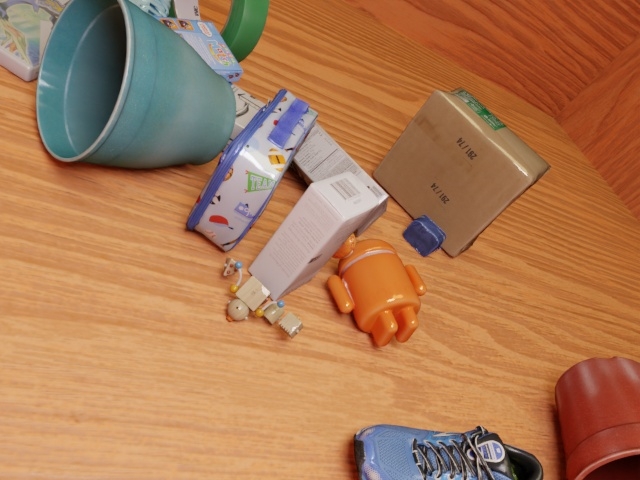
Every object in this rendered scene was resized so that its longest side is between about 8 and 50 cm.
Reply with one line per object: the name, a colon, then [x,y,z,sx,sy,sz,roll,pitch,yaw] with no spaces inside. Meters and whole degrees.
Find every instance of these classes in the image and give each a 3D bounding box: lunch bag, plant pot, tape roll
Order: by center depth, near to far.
plant pot: [-0.295,-0.244,0.819,0.255,0.271,0.272,7,45,-54]
lunch bag: [-0.114,-0.140,0.857,0.115,0.243,0.303,31,38,-10]
plant pot: [0.581,0.383,0.897,0.272,0.272,0.265,34,29,-6]
tape roll: [-0.258,-0.594,1.143,0.077,0.321,0.321,-17,63,-47]
lunch bag: [0.265,-0.012,1.181,0.098,0.067,0.065,47,38,10]

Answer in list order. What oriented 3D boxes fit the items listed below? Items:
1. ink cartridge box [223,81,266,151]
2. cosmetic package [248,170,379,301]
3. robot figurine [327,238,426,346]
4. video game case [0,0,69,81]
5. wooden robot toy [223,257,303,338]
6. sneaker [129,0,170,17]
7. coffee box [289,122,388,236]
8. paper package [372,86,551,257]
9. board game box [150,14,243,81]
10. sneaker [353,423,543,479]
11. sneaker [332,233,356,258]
ink cartridge box: [-0.184,-0.264,1.057,0.203,0.086,0.148,30,38,-10]
cosmetic package: [-0.016,-0.004,0.806,0.085,0.231,0.117,48,39,12]
robot figurine: [0.110,0.088,0.902,0.128,0.158,0.219,45,20,-54]
video game case: [-0.624,-0.467,0.946,0.329,0.036,0.300,33,38,-7]
wooden robot toy: [-0.115,0.108,0.768,0.173,0.076,0.079,42,72,5]
sneaker: [-0.407,-0.561,1.100,0.135,0.150,0.366,29,29,-58]
coffee box: [0.030,-0.137,1.044,0.246,0.098,0.141,47,-3,12]
paper package: [0.356,-0.179,1.230,0.325,0.309,0.168,48,38,14]
board game box: [-0.292,-0.410,1.012,0.211,0.039,0.160,-17,69,-42]
sneaker: [0.197,0.327,0.710,0.330,0.147,0.130,18,42,-24]
sneaker: [0.000,0.000,0.904,0.067,0.175,0.064,4,92,-38]
